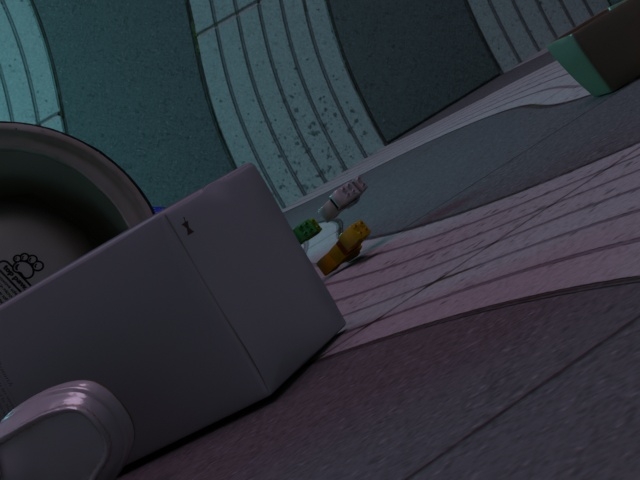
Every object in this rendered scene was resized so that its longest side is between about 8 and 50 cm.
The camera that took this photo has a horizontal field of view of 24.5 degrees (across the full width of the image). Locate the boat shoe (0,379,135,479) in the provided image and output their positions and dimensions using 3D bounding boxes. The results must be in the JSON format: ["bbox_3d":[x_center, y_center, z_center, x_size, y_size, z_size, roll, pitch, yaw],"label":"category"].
[{"bbox_3d":[-0.257,0.209,1.138,0.277,0.098,0.096,-39,1,24],"label":"boat shoe"}]

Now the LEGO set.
[{"bbox_3d":[0.000,0.000,1.734,0.227,0.087,0.093,-34,-10,-36],"label":"LEGO set"}]

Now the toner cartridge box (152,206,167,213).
[{"bbox_3d":[-0.257,0.038,2.062,0.075,0.165,0.348,-23,12,-25],"label":"toner cartridge box"}]

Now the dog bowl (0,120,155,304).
[{"bbox_3d":[-0.394,0.066,1.819,0.408,0.408,0.150,-32,-15,-19],"label":"dog bowl"}]

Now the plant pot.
[{"bbox_3d":[0.384,-0.253,1.966,0.109,0.096,0.109,-31,5,-9],"label":"plant pot"}]

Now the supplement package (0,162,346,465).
[{"bbox_3d":[-0.161,0.087,1.295,0.293,0.175,0.177,-28,4,28],"label":"supplement package"}]
